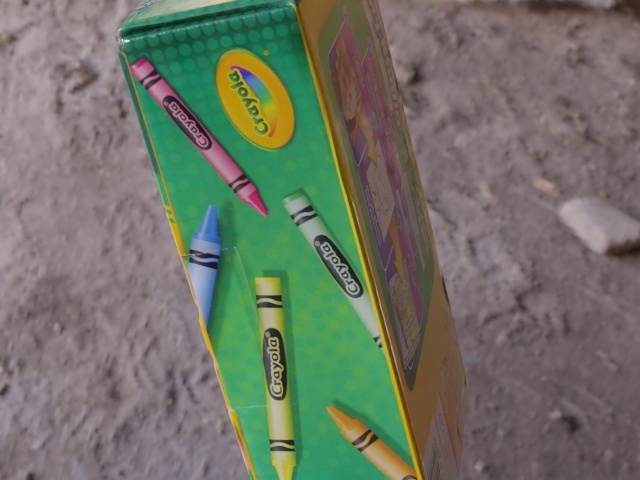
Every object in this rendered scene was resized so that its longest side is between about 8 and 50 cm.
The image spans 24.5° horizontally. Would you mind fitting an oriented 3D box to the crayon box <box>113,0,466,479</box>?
[{"bbox_3d":[0.000,0.000,0.692,0.081,0.278,0.165,-10,23,14],"label":"crayon box"}]
